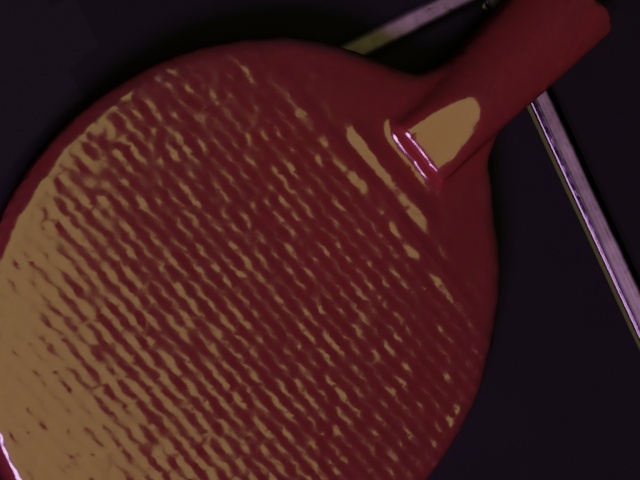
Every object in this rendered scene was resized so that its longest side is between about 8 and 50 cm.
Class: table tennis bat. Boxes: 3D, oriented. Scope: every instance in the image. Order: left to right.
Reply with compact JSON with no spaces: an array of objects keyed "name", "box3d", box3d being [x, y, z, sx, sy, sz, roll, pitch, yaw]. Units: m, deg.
[{"name":"table tennis bat","box3d":[0.000,0.000,0.995,0.415,0.051,0.268,-44,104,-17]}]
